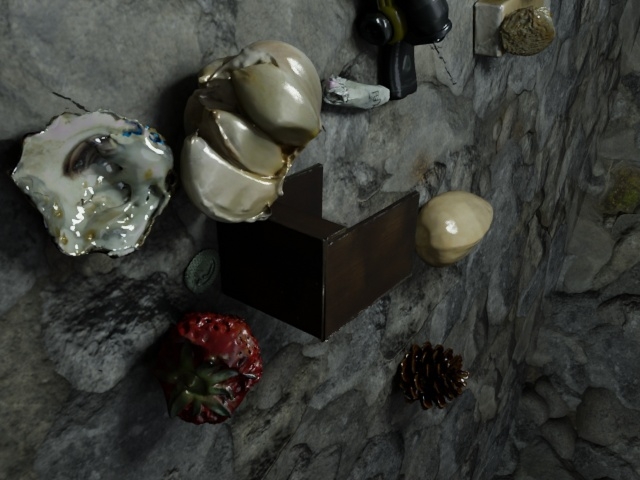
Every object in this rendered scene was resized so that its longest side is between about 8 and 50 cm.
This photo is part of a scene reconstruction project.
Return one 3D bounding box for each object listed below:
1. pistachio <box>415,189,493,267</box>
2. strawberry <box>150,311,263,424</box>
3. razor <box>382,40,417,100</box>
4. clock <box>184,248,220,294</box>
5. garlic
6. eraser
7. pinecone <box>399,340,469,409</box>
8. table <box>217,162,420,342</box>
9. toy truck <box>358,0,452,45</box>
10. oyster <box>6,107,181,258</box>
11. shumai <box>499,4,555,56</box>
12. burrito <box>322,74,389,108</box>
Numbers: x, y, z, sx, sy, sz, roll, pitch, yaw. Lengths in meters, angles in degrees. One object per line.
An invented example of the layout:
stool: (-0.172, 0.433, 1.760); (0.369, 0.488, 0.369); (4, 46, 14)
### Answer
pistachio: (0.349, -0.036, 1.686); (0.299, 0.187, 0.187); (-30, 129, -48)
strawberry: (-0.182, 0.200, 1.097); (0.201, 0.184, 0.186); (-80, 148, -70)
razor: (0.170, -0.381, 1.385); (0.090, 0.054, 0.148); (-35, 132, -40)
clock: (-0.205, 0.053, 1.125); (0.083, 0.010, 0.074); (-59, 143, -17)
garlic: (-0.124, -0.183, 0.989); (0.203, 0.185, 0.281); (31, 101, -41)
eraser: (0.527, -0.620, 1.737); (0.343, 0.078, 0.144); (-41, 137, -36)
pinecone: (0.332, 0.393, 1.868); (0.208, 0.208, 0.207); (-28, 128, -44)
table: (0.000, 0.000, 1.171); (0.282, 0.251, 0.196); (-29, 127, -43)
toy truck: (0.159, -0.481, 1.225); (0.147, 0.165, 0.224); (-53, 141, -23)
oyster: (-0.299, -0.085, 0.869); (0.214, 0.083, 0.223); (-55, 137, -27)
shumai: (0.524, -0.542, 1.621); (0.145, 0.146, 0.116); (50, 45, -52)
burrito: (0.071, -0.293, 1.291); (0.203, 0.064, 0.064); (-6, 111, -53)
